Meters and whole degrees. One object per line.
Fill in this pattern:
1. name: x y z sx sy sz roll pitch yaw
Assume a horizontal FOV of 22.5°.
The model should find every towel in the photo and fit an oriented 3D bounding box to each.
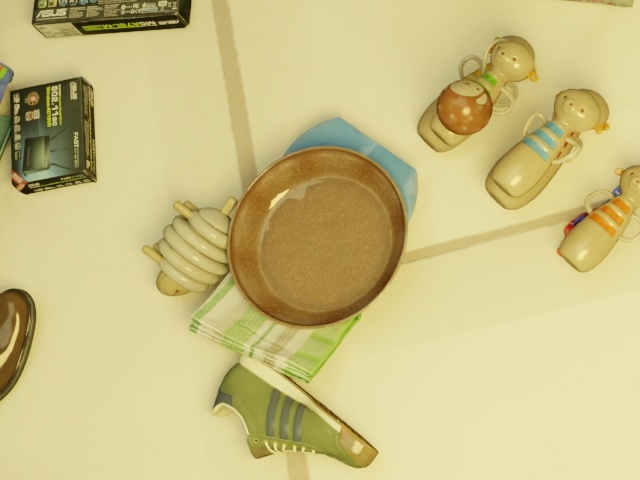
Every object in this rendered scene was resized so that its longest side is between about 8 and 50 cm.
1. towel: -0.048 0.081 1.684 0.152 0.023 0.113 21 50 22

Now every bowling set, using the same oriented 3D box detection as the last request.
1. bowling set: 0.210 -0.122 1.589 0.154 0.200 0.287 -46 62 -3

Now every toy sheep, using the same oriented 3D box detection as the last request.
1. toy sheep: -0.133 0.006 1.728 0.091 0.091 0.132 42 105 24

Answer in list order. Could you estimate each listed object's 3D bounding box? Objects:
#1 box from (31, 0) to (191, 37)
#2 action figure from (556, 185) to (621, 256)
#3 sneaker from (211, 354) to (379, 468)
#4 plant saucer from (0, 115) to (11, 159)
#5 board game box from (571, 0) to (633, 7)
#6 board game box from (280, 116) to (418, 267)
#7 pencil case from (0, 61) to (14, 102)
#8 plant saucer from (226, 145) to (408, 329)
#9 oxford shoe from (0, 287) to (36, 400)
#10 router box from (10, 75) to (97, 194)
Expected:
1. box: -0.239 -0.335 1.889 0.191 0.045 0.184 -2 71 18
2. action figure: 0.287 -0.021 1.635 0.115 0.030 0.038 -38 62 1
3. sneaker: -0.033 0.195 1.652 0.192 0.064 0.086 36 87 29
4. plant saucer: -0.416 -0.059 1.874 0.067 0.018 0.192 16 80 21
5. board game box: 0.195 -0.342 1.612 0.224 0.303 0.097 8 76 19
6. board game box: 0.028 -0.046 1.724 0.169 0.033 0.133 36 93 26
7. pencil case: -0.436 -0.079 1.804 0.119 0.133 0.306 19 74 -22
8. plant saucer: 0.000 0.000 1.679 0.199 0.036 0.198 -5 72 17
9. oxford shoe: -0.393 0.147 1.762 0.083 0.096 0.227 30 83 25
10. router box: -0.307 -0.120 1.846 0.092 0.038 0.122 -10 71 14
